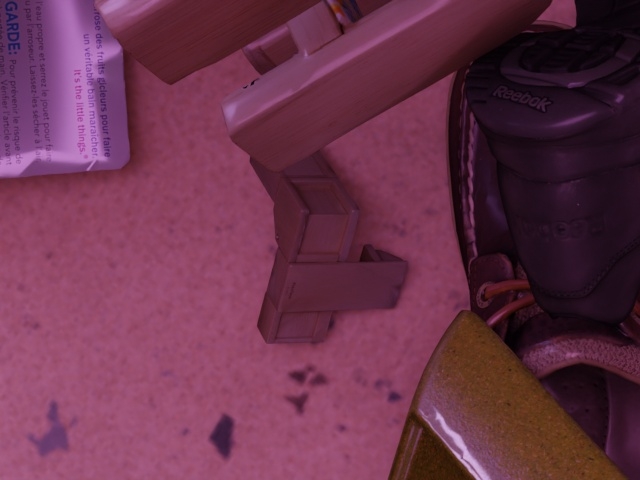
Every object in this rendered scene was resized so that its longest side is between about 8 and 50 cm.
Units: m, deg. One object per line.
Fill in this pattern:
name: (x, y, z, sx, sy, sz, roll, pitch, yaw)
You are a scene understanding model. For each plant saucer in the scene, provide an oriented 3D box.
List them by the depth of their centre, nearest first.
plant saucer: (0.081, 0.160, 0.911, 0.188, 0.045, 0.188, 49, 138, 37)

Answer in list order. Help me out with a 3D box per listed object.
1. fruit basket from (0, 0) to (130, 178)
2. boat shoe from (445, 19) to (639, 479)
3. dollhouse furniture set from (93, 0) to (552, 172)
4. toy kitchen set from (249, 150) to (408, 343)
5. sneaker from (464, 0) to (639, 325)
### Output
fruit basket: (-0.287, -0.183, 1.066, 0.353, 0.165, 0.327, -5, 85, -5)
boat shoe: (0.132, 0.052, 0.960, 0.123, 0.123, 0.342, -10, 84, 10)
dollhouse furniture set: (0.006, -0.242, 0.859, 0.256, 0.394, 0.362, -30, 72, 7)
toy kitchen set: (0.000, 0.000, 1.041, 0.068, 0.075, 0.083, 0, 124, -25)
sneaker: (0.155, -0.055, 0.912, 0.109, 0.286, 0.130, 7, 115, 35)
